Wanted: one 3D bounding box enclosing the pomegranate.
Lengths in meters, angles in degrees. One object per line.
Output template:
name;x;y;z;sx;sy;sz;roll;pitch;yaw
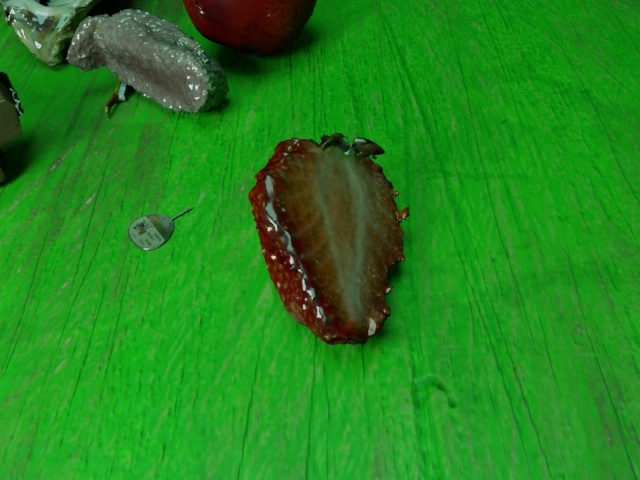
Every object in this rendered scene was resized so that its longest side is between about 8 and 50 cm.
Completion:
pomegranate;-0.105;-0.389;0.964;0.210;0.210;0.235;-2;22;8

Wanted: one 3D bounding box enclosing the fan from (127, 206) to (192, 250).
fan;-0.200;-0.020;0.765;0.060;0.003;0.080;15;52;21

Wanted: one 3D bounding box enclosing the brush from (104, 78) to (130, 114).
brush;-0.307;-0.217;0.959;0.021;0.019;0.083;5;46;1

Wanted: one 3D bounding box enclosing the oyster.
oyster;-0.449;-0.443;1.141;0.237;0.115;0.352;0;51;-2

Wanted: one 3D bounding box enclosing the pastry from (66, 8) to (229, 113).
pastry;-0.241;-0.266;0.927;0.265;0.103;0.112;25;45;18

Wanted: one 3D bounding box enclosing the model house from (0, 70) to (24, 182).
model house;-0.513;-0.194;0.861;0.176;0.181;0.248;-28;50;-17

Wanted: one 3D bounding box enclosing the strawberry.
strawberry;-0.006;-0.003;0.658;0.175;0.107;0.236;32;52;-11
